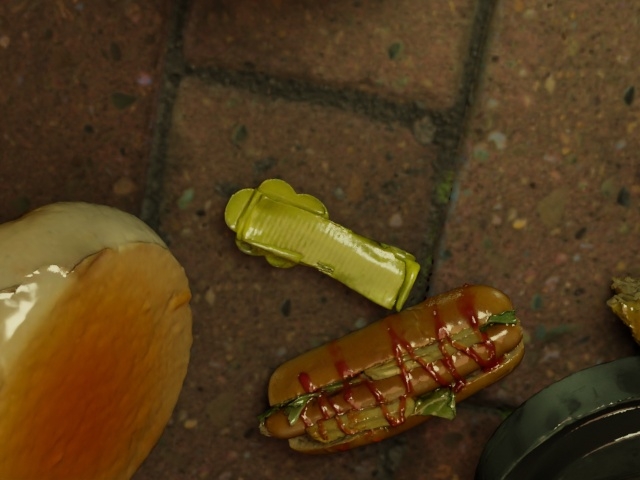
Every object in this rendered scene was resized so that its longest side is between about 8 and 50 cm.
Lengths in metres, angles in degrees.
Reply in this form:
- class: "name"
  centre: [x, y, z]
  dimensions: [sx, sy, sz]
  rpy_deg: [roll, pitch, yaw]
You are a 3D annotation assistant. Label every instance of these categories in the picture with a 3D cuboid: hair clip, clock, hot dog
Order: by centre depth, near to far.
- class: "hair clip"
  centre: [0.000, 0.000, 1.309]
  dimensions: [0.173, 0.046, 0.072]
  rpy_deg: [22, 98, -7]
- class: "clock"
  centre: [0.269, 0.211, 1.317]
  dimensions: [0.281, 0.055, 0.280]
  rpy_deg: [-5, 130, -6]
- class: "hot dog"
  centre: [0.060, 0.122, 1.334]
  dimensions: [0.250, 0.076, 0.104]
  rpy_deg: [-22, 107, 6]

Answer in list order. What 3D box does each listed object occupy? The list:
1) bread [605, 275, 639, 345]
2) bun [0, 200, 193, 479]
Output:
- class: "bread"
  centre: [0.403, -0.041, 1.258]
  dimensions: [0.380, 0.109, 0.185]
  rpy_deg: [-30, 105, 13]
- class: "bun"
  centre: [-0.247, 0.097, 1.242]
  dimensions: [0.165, 0.299, 0.299]
  rpy_deg: [22, 110, 25]
